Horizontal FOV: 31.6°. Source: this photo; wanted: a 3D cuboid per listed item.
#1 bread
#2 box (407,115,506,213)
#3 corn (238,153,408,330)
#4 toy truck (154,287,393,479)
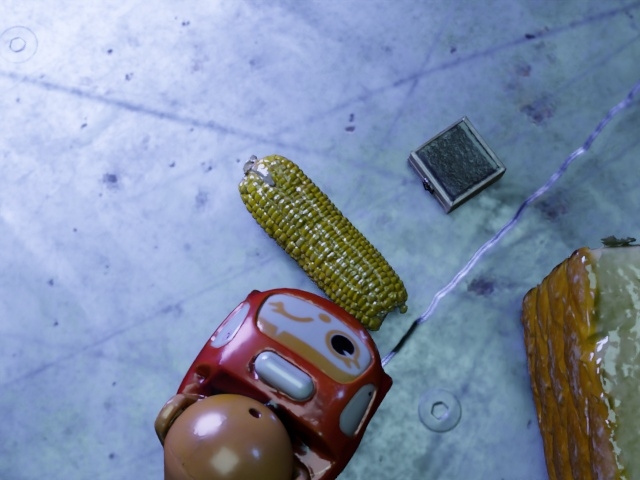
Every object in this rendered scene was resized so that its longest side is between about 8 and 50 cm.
[{"bbox_3d":[0.327,0.151,1.089,0.207,0.279,0.279,-6,74,-3],"label":"bread"},{"bbox_3d":[0.150,-0.083,1.263,0.083,0.035,0.079,-35,80,-9],"label":"box"},{"bbox_3d":[0.000,0.000,1.222,0.080,0.080,0.238,-40,83,-9],"label":"corn"},{"bbox_3d":[-0.051,0.164,1.100,0.189,0.239,0.265,32,78,6],"label":"toy truck"}]
